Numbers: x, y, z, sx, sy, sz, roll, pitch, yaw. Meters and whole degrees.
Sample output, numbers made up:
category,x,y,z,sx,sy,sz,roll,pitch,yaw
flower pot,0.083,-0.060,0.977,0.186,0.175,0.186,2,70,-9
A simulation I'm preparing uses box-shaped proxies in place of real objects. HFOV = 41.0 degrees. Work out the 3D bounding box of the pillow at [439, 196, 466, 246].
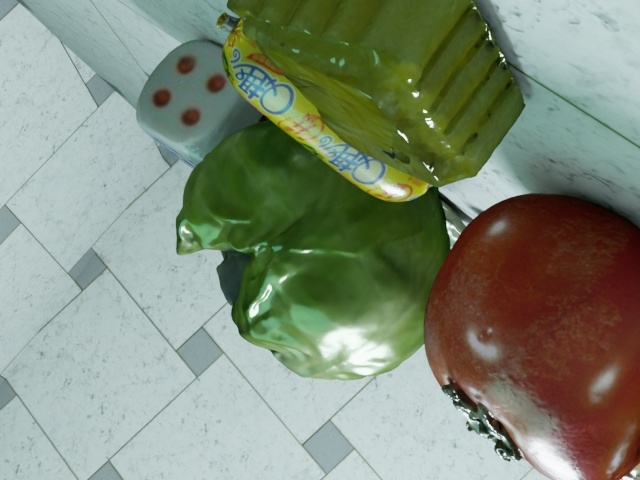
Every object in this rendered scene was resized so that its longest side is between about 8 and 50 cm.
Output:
category,x,y,z,sx,sy,sz,roll,pitch,yaw
pillow,0.179,-0.054,1.456,0.208,0.053,0.119,40,171,-23

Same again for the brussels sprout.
category,x,y,z,sx,sy,sz,roll,pitch,yaw
brussels sprout,0.013,-0.014,1.288,0.425,0.361,0.342,44,-145,-1

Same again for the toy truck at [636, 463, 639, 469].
category,x,y,z,sx,sy,sz,roll,pitch,yaw
toy truck,0.534,0.259,0.970,0.211,0.288,0.204,59,-171,18

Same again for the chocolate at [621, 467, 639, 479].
category,x,y,z,sx,sy,sz,roll,pitch,yaw
chocolate,0.672,0.446,1.787,0.225,0.210,0.340,18,176,21

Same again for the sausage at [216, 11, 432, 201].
category,x,y,z,sx,sy,sz,roll,pitch,yaw
sausage,0.017,-0.163,1.042,0.347,0.123,0.123,35,175,-21

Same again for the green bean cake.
category,x,y,z,sx,sy,sz,roll,pitch,yaw
green bean cake,0.048,-0.167,0.787,0.233,0.124,0.236,31,175,36

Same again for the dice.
category,x,y,z,sx,sy,sz,roll,pitch,yaw
dice,-0.186,-0.219,1.485,0.193,0.191,0.194,32,173,22

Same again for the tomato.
category,x,y,z,sx,sy,sz,roll,pitch,yaw
tomato,0.270,0.110,0.984,0.293,0.289,0.325,32,167,41
